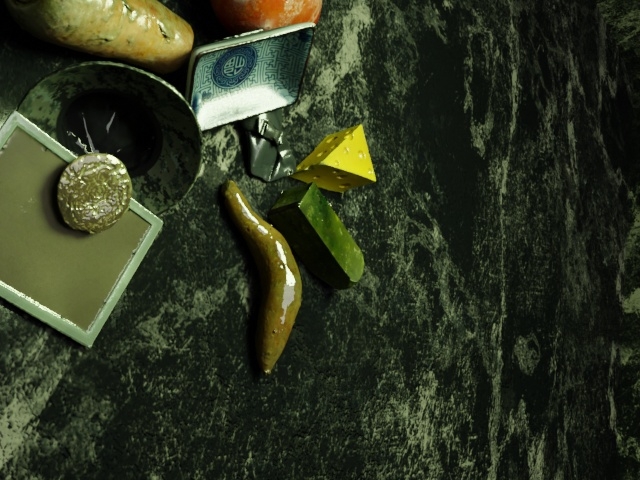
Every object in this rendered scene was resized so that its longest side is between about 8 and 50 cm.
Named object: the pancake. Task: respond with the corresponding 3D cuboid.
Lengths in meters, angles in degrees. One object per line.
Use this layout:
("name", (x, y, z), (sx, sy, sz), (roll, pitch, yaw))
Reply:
("pancake", (-0.306, -0.064, 1.072), (0.114, 0.011, 0.115), (-9, 105, -37))

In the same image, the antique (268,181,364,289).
("antique", (0.000, 0.000, 1.521), (0.221, 0.080, 0.081), (55, 42, -27))

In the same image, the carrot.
("carrot", (-0.326, -0.332, 1.169), (0.301, 0.138, 0.139), (17, 65, -60))

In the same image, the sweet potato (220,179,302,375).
("sweet potato", (-0.091, 0.055, 1.386), (0.108, 0.079, 0.346), (-10, 83, -41))

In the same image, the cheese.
("cheese", (0.018, -0.156, 1.582), (0.171, 0.093, 0.126), (-17, 93, -52))

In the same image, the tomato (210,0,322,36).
("tomato", (-0.112, -0.460, 1.434), (0.232, 0.188, 0.232), (55, 11, -17))

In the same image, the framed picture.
("framed picture", (-0.359, -0.008, 1.057), (0.274, 0.017, 0.217), (43, 67, -37))

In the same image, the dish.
("dish", (-0.138, -0.294, 1.348), (0.243, 0.182, 0.080), (-22, 60, -31))

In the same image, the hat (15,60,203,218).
("hat", (-0.299, -0.159, 1.126), (0.265, 0.265, 0.128), (43, 16, -35))

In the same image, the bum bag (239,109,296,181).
("bum bag", (-0.106, -0.236, 1.475), (0.123, 0.059, 0.249), (-20, 95, -54))
